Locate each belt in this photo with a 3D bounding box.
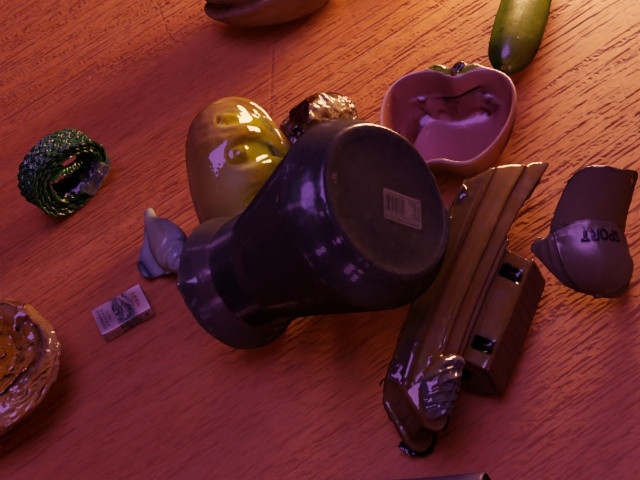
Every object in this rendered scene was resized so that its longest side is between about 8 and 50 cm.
[{"bbox_3d":[-0.417,-0.115,2.170,0.151,0.121,0.079,-41,49,-19],"label":"belt"}]

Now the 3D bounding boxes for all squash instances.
[{"bbox_3d":[0.322,-0.368,2.130,0.082,0.082,0.293,3,54,21],"label":"squash"}]

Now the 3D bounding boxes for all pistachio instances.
[{"bbox_3d":[-0.070,-0.458,2.288,0.293,0.162,0.182,-21,32,8],"label":"pistachio"}]

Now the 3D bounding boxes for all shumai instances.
[{"bbox_3d":[-0.010,-0.192,2.112,0.139,0.105,0.123,-27,42,-34],"label":"shumai"}]

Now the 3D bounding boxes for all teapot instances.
[{"bbox_3d":[0.000,0.000,1.798,0.344,0.300,0.253,-27,76,47],"label":"teapot"}]

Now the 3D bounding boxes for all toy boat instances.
[{"bbox_3d":[0.211,0.075,1.795,0.162,0.136,0.446,22,61,3],"label":"toy boat"}]

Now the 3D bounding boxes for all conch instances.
[{"bbox_3d":[-0.235,0.016,2.051,0.065,0.088,0.180,3,30,-35],"label":"conch"}]

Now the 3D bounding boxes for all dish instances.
[{"bbox_3d":[0.196,-0.166,2.015,0.213,0.090,0.213,-10,54,13],"label":"dish"}]

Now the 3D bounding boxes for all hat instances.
[{"bbox_3d":[0.367,-0.013,1.763,0.147,0.175,0.085,1,31,-21],"label":"hat"}]

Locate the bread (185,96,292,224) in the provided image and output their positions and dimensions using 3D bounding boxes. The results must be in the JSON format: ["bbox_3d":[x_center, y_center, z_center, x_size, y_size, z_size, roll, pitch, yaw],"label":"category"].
[{"bbox_3d":[-0.118,-0.089,2.012,0.158,0.156,0.261,-13,93,11],"label":"bread"}]

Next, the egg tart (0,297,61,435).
[{"bbox_3d":[-0.508,0.211,1.965,0.290,0.107,0.291,-9,47,10],"label":"egg tart"}]

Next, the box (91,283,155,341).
[{"bbox_3d":[-0.296,0.108,2.018,0.083,0.024,0.054,-30,49,-4],"label":"box"}]

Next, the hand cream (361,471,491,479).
[{"bbox_3d":[0.138,0.328,1.684,0.186,0.054,0.087,-12,55,19],"label":"hand cream"}]
